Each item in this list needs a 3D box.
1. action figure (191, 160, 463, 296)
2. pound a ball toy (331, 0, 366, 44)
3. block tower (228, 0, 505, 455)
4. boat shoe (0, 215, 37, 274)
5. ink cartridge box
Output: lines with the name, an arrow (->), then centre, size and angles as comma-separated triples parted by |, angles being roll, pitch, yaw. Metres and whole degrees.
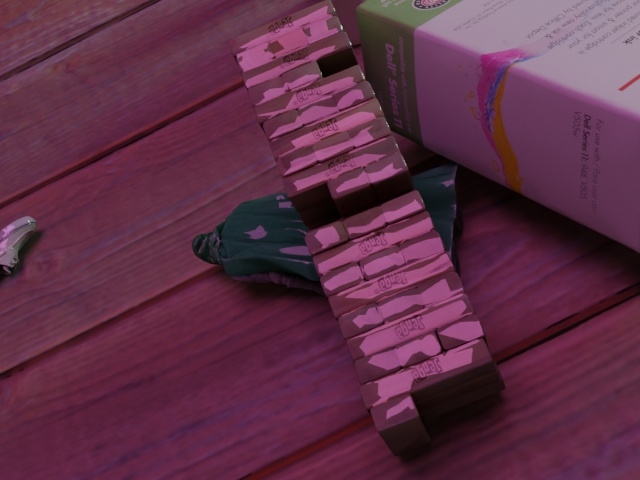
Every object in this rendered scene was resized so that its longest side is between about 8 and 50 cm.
action figure -> 0.000, 0.000, 0.819 | 0.232, 0.063, 0.137 | -1, 54, 18
pound a ball toy -> 0.083, -0.348, 1.018 | 0.319, 0.135, 0.208 | -22, 48, 4
block tower -> 0.032, -0.018, 0.731 | 0.097, 0.091, 0.335 | -22, 64, 5
boat shoe -> -0.313, 0.019, 0.965 | 0.035, 0.035, 0.100 | 41, 70, 13
ink cartridge box -> 0.223, -0.120, 0.753 | 0.207, 0.119, 0.353 | -33, 45, -26
